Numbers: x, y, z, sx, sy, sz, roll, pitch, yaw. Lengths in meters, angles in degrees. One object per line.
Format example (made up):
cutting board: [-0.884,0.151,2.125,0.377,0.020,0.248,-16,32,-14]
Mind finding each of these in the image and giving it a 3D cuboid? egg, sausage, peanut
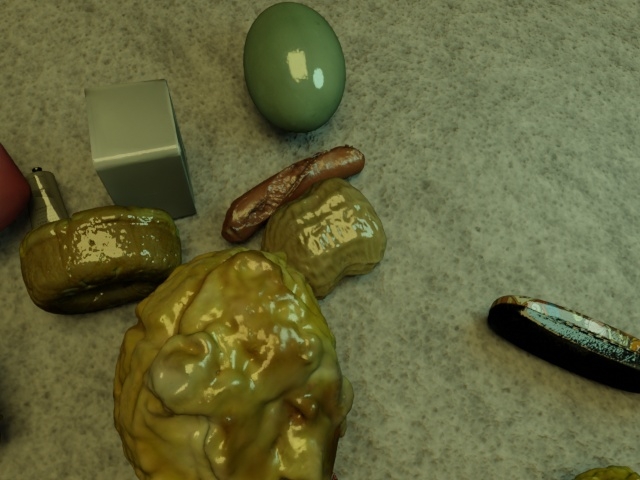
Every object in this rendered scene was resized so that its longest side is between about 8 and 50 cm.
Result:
egg: [-0.052,-0.345,1.159,0.202,0.203,0.283,-10,64,-7]
sausage: [-0.057,-0.100,1.124,0.326,0.079,0.087,-31,58,-16]
peanut: [0.000,0.000,1.064,0.233,0.110,0.197,-31,85,-14]

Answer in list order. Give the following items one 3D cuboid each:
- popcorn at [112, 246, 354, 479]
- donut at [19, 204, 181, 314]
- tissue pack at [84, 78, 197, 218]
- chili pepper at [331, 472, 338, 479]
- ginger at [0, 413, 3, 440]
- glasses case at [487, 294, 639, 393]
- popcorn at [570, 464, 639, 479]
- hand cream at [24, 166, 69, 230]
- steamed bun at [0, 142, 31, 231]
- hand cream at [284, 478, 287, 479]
popcorn: [-0.139,0.198,0.852,0.354,0.344,0.390,-34,39,6]
donut: [-0.366,0.034,0.981,0.261,0.208,0.128,-16,70,-5]
tissue pack: [-0.311,-0.148,1.038,0.135,0.246,0.160,-11,68,-10]
chili pepper: [0.021,0.501,0.895,0.059,0.050,0.268,-11,63,25]
ginger: [-0.700,0.193,0.895,0.412,0.211,0.359,-5,66,-5]
glasses case: [0.450,0.182,1.012,0.320,0.122,0.082,23,69,6]
popcorn: [0.463,0.443,0.895,0.197,0.155,0.198,0,88,-2]
hand cream: [-0.514,-0.053,1.094,0.087,0.054,0.186,-20,76,-7]
steamed bun: [-0.649,-0.101,0.987,0.309,0.309,0.310,1,67,-3]
hand cream: [-0.049,0.475,0.892,0.111,0.070,0.313,5,63,0]
